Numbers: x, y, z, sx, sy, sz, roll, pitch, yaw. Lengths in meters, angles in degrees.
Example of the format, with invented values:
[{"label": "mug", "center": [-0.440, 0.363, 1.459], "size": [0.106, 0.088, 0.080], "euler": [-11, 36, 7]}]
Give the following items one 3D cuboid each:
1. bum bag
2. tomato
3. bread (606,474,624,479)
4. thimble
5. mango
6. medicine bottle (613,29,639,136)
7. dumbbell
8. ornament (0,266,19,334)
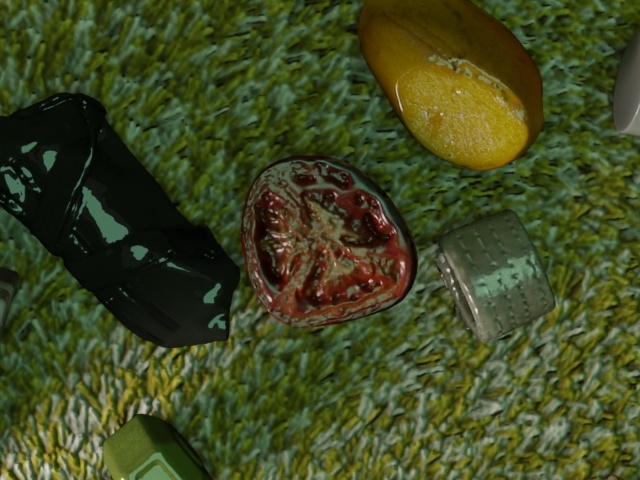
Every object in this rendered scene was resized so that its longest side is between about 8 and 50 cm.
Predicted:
[{"label": "bum bag", "center": [-0.202, -0.020, 1.670], "size": [0.142, 0.079, 0.326], "euler": [-45, 99, 3]}, {"label": "tomato", "center": [0.005, -0.007, 1.691], "size": [0.166, 0.082, 0.174], "euler": [-15, 101, 2]}, {"label": "bread", "center": [0.381, 0.376, 1.718], "size": [0.275, 0.185, 0.114], "euler": [38, 96, -8]}, {"label": "thimble", "center": [0.175, 0.036, 1.706], "size": [0.090, 0.102, 0.115], "euler": [-25, 68, -3]}, {"label": "mango", "center": [0.127, -0.168, 1.686], "size": [0.217, 0.102, 0.141], "euler": [38, 114, -5]}, {"label": "medicine bottle", "center": [0.431, -0.138, 1.702], "size": [0.250, 0.131, 0.131], "euler": [10, 94, -8]}, {"label": "dumbbell", "center": [-0.246, 0.300, 1.678], "size": [0.302, 0.108, 0.121], "euler": [-39, 98, -2]}, {"label": "ornament", "center": [-0.432, 0.121, 1.576], "size": [0.240, 0.239, 0.239], "euler": [16, 93, -8]}]
